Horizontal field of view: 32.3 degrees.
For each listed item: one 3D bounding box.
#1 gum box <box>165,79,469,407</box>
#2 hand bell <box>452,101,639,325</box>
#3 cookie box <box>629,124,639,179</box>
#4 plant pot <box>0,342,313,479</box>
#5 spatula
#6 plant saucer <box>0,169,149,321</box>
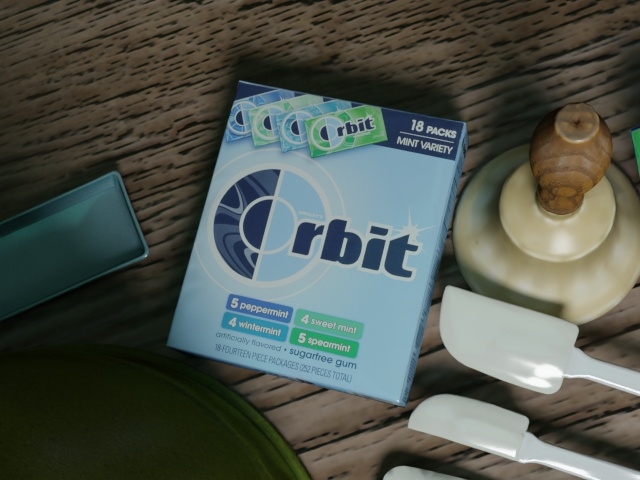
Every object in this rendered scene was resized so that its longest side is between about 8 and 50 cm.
[{"bbox_3d":[0.000,0.000,0.720,0.157,0.041,0.184,12,79,13],"label":"gum box"},{"bbox_3d":[0.131,-0.030,0.605,0.126,0.242,0.126,-2,77,9],"label":"hand bell"},{"bbox_3d":[0.236,-0.017,0.665,0.040,0.092,0.107,-22,70,47],"label":"cookie box"},{"bbox_3d":[-0.187,0.213,0.543,0.367,0.353,0.366,-2,78,8],"label":"plant pot"},{"bbox_3d":[0.166,0.142,0.670,0.242,0.019,0.168,18,89,7],"label":"spatula"},{"bbox_3d":[-0.213,0.020,0.761,0.192,0.018,0.067,-24,76,2],"label":"plant saucer"}]
